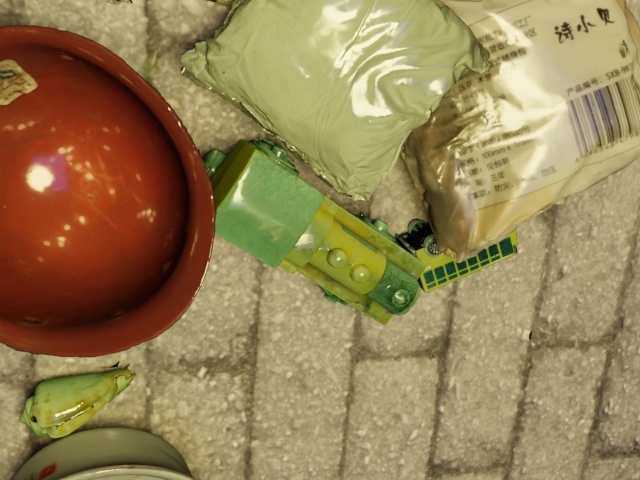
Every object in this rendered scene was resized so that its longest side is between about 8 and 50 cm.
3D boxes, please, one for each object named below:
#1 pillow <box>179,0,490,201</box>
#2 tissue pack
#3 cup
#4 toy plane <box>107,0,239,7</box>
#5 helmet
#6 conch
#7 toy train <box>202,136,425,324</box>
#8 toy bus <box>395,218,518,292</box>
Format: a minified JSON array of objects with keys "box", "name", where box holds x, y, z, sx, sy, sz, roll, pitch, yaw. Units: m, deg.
[{"box":[0.019,-0.223,0.919,0.310,0.138,0.283,41,106,-12],"name":"pillow"},{"box":[0.274,-0.206,1.035,0.376,0.195,0.390,-23,100,-4],"name":"tissue pack"},{"box":[-0.315,0.403,1.082,0.347,0.163,0.347,-9,122,-15],"name":"cup"},{"box":[-0.188,-0.327,0.933,0.286,0.092,0.108,13,126,-19],"name":"toy plane"},{"box":[-0.300,-0.052,0.899,0.385,0.230,0.337,32,91,-4],"name":"helmet"},{"box":[-0.346,0.228,1.062,0.170,0.106,0.079,-23,114,-12],"name":"conch"},{"box":[0.000,0.000,1.012,0.369,0.237,0.150,33,95,-23],"name":"toy train"},{"box":[0.217,0.004,1.159,0.175,0.088,0.101,-22,113,-6],"name":"toy bus"}]
